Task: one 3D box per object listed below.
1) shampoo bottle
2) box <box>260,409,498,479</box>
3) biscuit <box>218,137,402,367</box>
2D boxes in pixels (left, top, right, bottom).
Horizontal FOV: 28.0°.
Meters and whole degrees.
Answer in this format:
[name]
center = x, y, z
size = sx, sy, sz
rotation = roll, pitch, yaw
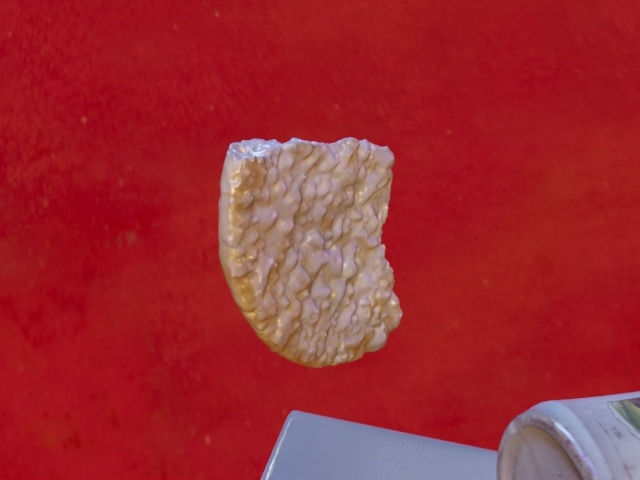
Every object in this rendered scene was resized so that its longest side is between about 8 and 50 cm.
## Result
[shampoo bottle]
center = 0.212, 0.124, 0.657
size = 0.234, 0.118, 0.087
rotation = -6, 152, -28
[box]
center = 0.084, 0.373, 1.405
size = 0.343, 0.352, 0.177
rotation = 11, 127, 11
[biscuit]
center = 0.000, 0.000, 1.010
size = 0.188, 0.040, 0.265
rotation = -59, 139, -21
